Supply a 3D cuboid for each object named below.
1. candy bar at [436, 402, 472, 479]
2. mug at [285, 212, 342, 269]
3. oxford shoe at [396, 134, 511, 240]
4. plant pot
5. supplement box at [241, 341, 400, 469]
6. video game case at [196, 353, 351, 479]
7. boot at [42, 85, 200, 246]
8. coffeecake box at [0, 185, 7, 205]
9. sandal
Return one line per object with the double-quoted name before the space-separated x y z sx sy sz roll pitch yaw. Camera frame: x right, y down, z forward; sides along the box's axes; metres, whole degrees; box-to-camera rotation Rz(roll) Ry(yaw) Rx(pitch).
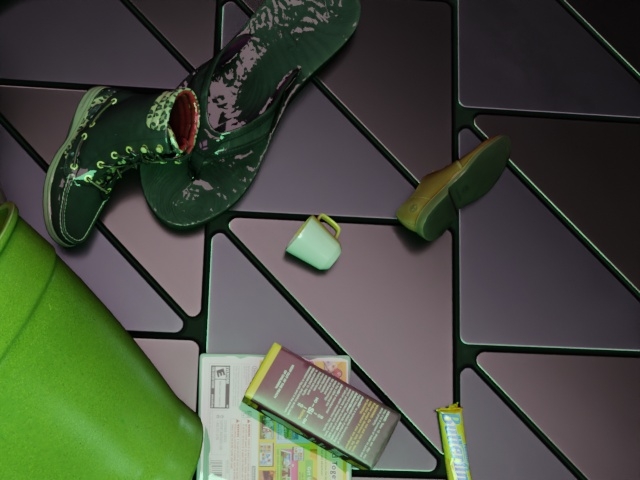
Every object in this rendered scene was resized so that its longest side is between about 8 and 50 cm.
"candy bar" 0.186 0.303 1.449 0.040 0.018 0.161 -5 78 -8
"mug" -0.001 0.002 1.479 0.064 0.062 0.078 38 82 -5
"oxford shoe" 0.191 -0.089 1.519 0.212 0.076 0.076 -39 44 -23
"plant pot" -0.338 0.205 1.241 0.353 0.366 0.366 41 75 -20
"supplement box" -0.001 0.217 1.378 0.188 0.104 0.080 30 76 2
"video game case" -0.062 0.266 1.427 0.207 0.026 0.226 1 76 -6
"boot" -0.266 -0.103 1.417 0.179 0.085 0.236 2 69 34
"coffeecake box" -0.460 -0.074 1.380 0.068 0.185 0.142 -24 81 -11
"sandal" -0.107 -0.218 1.491 0.168 0.107 0.445 33 77 3
